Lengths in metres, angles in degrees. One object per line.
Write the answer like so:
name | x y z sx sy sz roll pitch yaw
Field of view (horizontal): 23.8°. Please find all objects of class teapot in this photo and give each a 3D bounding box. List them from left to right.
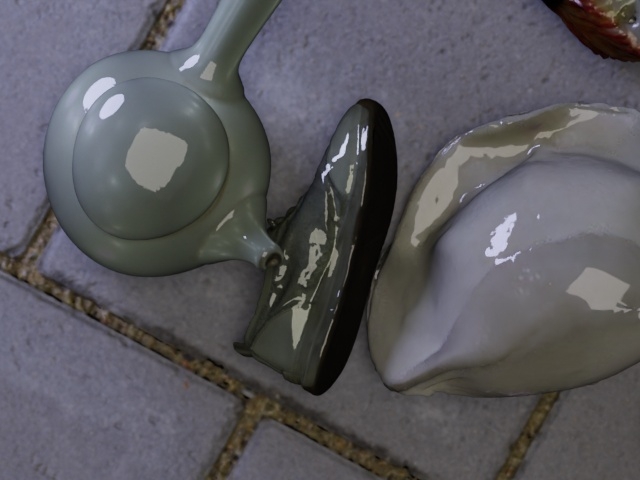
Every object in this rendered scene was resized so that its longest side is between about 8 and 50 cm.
teapot | -0.134 -0.124 1.357 0.220 0.149 0.318 4 92 -6

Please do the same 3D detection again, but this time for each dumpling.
dumpling | 0.206 0.007 1.389 0.341 0.181 0.260 -24 66 36

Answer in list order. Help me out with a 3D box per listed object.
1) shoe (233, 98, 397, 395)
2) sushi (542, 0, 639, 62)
shoe | 0.000 0.000 1.400 0.098 0.103 0.275 16 85 15
sushi | 0.249 -0.269 1.395 0.332 0.124 0.130 44 96 -2
